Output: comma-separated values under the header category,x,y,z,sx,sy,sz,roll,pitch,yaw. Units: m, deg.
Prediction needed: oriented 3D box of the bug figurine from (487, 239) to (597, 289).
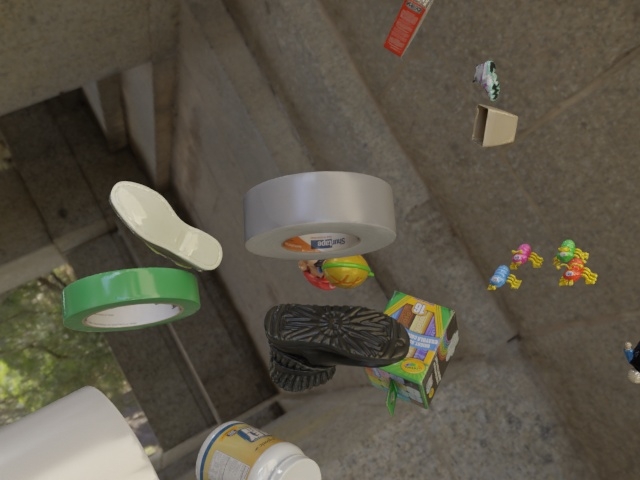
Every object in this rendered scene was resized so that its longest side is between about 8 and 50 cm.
category,x,y,z,sx,sy,sz,roll,pitch,yaw
bug figurine,0.583,0.064,1.628,0.279,0.216,0.072,-9,112,34

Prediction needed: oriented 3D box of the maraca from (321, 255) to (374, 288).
category,x,y,z,sx,sy,sz,roll,pitch,yaw
maraca,0.074,0.081,1.626,0.185,0.127,0.099,32,-119,-66

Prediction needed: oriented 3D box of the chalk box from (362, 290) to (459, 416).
category,x,y,z,sx,sy,sz,roll,pitch,yaw
chalk box,0.226,0.316,1.621,0.179,0.289,0.180,19,151,28

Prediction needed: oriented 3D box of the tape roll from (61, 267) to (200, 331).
category,x,y,z,sx,sy,sz,roll,pitch,yaw
tape roll,-0.458,0.149,1.495,0.321,0.321,0.077,119,141,-67

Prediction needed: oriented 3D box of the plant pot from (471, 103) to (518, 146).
category,x,y,z,sx,sy,sz,roll,pitch,yaw
plant pot,0.503,-0.328,1.756,0.109,0.096,0.109,-99,12,-70

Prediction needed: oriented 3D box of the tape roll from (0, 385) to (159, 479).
category,x,y,z,sx,sy,sz,roll,pitch,yaw
tape roll,-0.298,0.317,0.711,0.246,0.169,0.246,27,128,39

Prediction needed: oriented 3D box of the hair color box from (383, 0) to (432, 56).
category,x,y,z,sx,sy,sz,roll,pitch,yaw
hair color box,0.166,-0.407,1.113,0.043,0.072,0.141,31,158,-1

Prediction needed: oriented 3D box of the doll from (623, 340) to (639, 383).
category,x,y,z,sx,sy,sz,roll,pitch,yaw
doll,0.772,0.258,1.413,0.129,0.046,0.189,28,118,14

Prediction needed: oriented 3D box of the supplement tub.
category,x,y,z,sx,sy,sz,roll,pitch,yaw
supplement tub,-0.112,0.420,1.099,0.199,0.144,0.144,7,125,41

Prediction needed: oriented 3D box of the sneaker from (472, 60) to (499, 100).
category,x,y,z,sx,sy,sz,roll,pitch,yaw
sneaker,0.412,-0.399,1.546,0.069,0.038,0.098,5,106,52

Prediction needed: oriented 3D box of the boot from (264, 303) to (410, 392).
category,x,y,z,sx,sy,sz,roll,pitch,yaw
boot,0.035,0.272,1.462,0.347,0.131,0.260,9,139,12

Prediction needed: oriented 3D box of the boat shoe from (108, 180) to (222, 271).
category,x,y,z,sx,sy,sz,roll,pitch,yaw
boat shoe,-0.369,-0.024,1.422,0.091,0.109,0.305,-9,140,48

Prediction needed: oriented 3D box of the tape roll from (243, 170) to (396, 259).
category,x,y,z,sx,sy,sz,roll,pitch,yaw
tape roll,-0.001,-0.029,0.888,0.219,0.219,0.072,131,137,-69

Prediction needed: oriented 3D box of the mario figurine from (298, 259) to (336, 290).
category,x,y,z,sx,sy,sz,roll,pitch,yaw
mario figurine,0.000,0.000,1.757,0.170,0.198,0.321,-55,-47,-61
